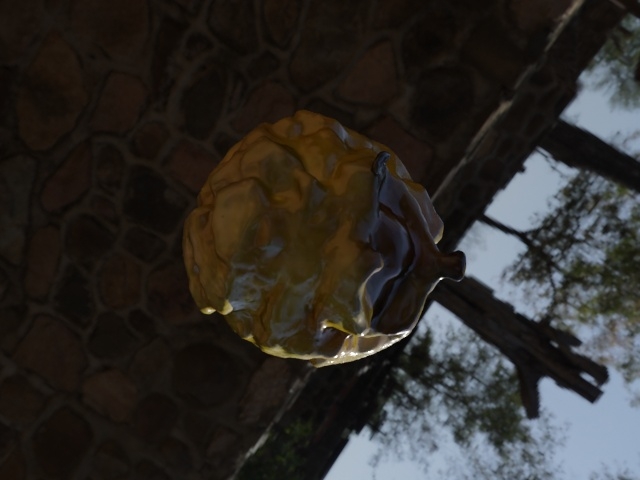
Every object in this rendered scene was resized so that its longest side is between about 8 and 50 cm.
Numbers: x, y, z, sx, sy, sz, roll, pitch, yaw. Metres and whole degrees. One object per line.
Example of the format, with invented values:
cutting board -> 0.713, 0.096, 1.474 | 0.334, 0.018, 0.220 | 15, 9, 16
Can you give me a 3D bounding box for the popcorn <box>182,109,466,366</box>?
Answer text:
popcorn -> 0.000, 0.000, 0.454 | 0.152, 0.148, 0.167 | -3, -172, 35
